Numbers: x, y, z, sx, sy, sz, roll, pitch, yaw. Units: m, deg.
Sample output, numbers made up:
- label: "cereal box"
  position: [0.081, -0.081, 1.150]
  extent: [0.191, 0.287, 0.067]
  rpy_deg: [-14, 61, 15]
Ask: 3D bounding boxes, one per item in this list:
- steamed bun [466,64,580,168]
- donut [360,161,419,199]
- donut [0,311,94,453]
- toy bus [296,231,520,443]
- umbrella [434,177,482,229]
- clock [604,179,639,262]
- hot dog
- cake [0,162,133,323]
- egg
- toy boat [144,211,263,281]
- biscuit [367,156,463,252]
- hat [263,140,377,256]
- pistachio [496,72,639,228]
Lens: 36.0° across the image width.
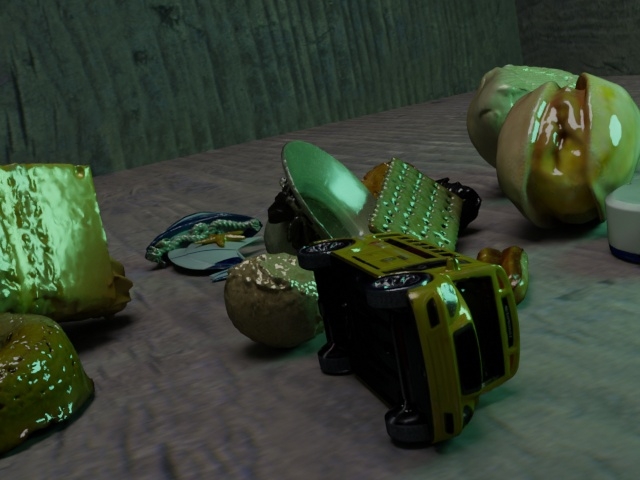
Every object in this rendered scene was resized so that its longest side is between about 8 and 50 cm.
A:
- label: "steamed bun"
  position: [0.410, -0.196, 1.814]
  extent: [0.276, 0.203, 0.289]
  rpy_deg: [22, 26, 19]
- label: "donut"
  position: [0.120, -0.055, 1.581]
  extent: [0.152, 0.152, 0.058]
  rpy_deg: [3, -19, 47]
- label: "donut"
  position: [-0.391, 0.158, 1.091]
  extent: [0.272, 0.107, 0.272]
  rpy_deg: [-11, 14, 3]
- label: "toy bus"
  position: [0.087, 0.074, 0.966]
  extent: [0.151, 0.145, 0.331]
  rpy_deg: [-12, 11, -15]
- label: "umbrella"
  position: [0.154, -0.067, 1.685]
  extent: [0.094, 0.090, 0.326]
  rpy_deg: [-39, 23, -21]
- label: "clock"
  position: [0.490, -0.036, 1.284]
  extent: [0.230, 0.083, 0.230]
  rpy_deg: [-12, 11, 2]
- label: "hot dog"
  position: [0.224, 0.042, 1.229]
  extent: [0.071, 0.045, 0.165]
  rpy_deg: [-9, 12, 15]
- label: "cake"
  position: [-0.413, 0.020, 1.364]
  extent: [0.222, 0.228, 0.286]
  rpy_deg: [-16, -5, 35]
- label: "egg"
  position: [-0.048, 0.070, 1.170]
  extent: [0.140, 0.116, 0.118]
  rpy_deg: [18, 13, 9]
- label: "toy boat"
  position: [-0.182, 0.023, 1.692]
  extent: [0.220, 0.067, 0.291]
  rpy_deg: [-15, 24, -15]
- label: "biscuit"
  position: [0.141, -0.040, 1.426]
  extent: [0.139, 0.016, 0.231]
  rpy_deg: [32, 32, -5]
- label: "hat"
  position: [0.000, 0.000, 1.361]
  extent: [0.130, 0.257, 0.257]
  rpy_deg: [-42, 1, 21]
- label: "pistachio"
  position: [0.387, -0.137, 1.515]
  extent: [0.229, 0.230, 0.309]
  rpy_deg: [-5, 30, 22]
